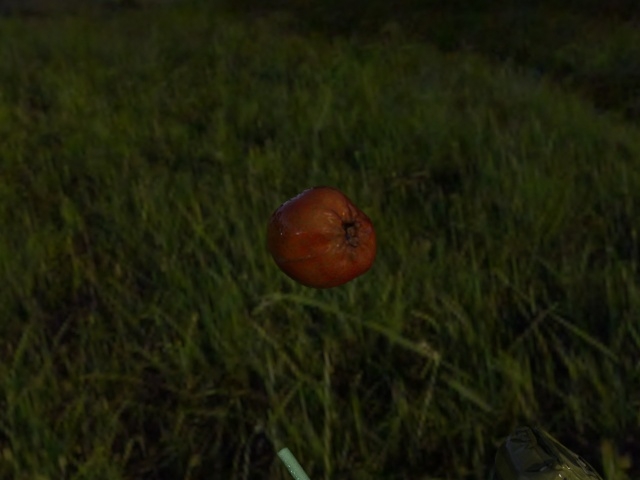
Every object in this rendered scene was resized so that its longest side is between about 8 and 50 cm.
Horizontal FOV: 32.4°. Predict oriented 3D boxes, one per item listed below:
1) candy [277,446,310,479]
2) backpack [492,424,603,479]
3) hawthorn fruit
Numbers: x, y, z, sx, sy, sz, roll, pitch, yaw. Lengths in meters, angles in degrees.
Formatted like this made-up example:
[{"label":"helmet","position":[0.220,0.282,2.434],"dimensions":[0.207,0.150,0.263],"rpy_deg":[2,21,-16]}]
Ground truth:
[{"label":"candy","position":[0.053,0.283,0.880],"dimensions":[0.084,0.287,0.078],"rpy_deg":[-34,-16,-6]},{"label":"backpack","position":[0.394,0.422,1.757],"dimensions":[0.140,0.253,0.207],"rpy_deg":[-49,16,7]},{"label":"hawthorn fruit","position":[0.000,0.000,1.254],"dimensions":[0.128,0.128,0.128],"rpy_deg":[-10,15,3]}]
